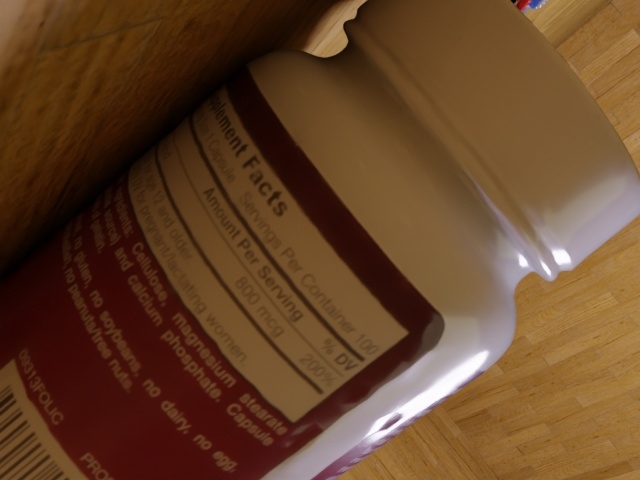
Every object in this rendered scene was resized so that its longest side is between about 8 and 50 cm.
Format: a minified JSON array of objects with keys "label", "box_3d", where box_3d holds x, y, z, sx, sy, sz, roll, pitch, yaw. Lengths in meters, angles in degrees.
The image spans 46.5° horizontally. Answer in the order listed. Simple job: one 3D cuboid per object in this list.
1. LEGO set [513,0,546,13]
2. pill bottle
[{"label":"LEGO set","box_3d":[0.249,-0.278,0.892,0.182,0.060,0.244,-44,175,26]},{"label":"pill bottle","box_3d":[-0.030,0.031,0.450,0.392,0.224,0.224,-39,178,9]}]
